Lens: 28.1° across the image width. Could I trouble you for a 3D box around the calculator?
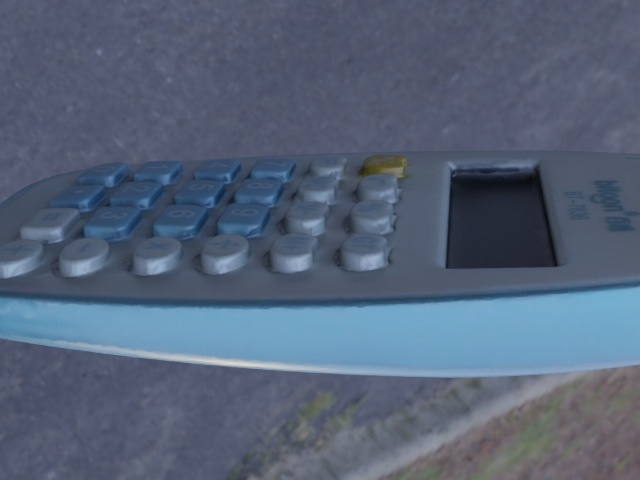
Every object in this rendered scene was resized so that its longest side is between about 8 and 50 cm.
[{"bbox_3d":[0.000,0.000,0.633,0.256,0.386,0.054,-71,162,-71],"label":"calculator"}]
